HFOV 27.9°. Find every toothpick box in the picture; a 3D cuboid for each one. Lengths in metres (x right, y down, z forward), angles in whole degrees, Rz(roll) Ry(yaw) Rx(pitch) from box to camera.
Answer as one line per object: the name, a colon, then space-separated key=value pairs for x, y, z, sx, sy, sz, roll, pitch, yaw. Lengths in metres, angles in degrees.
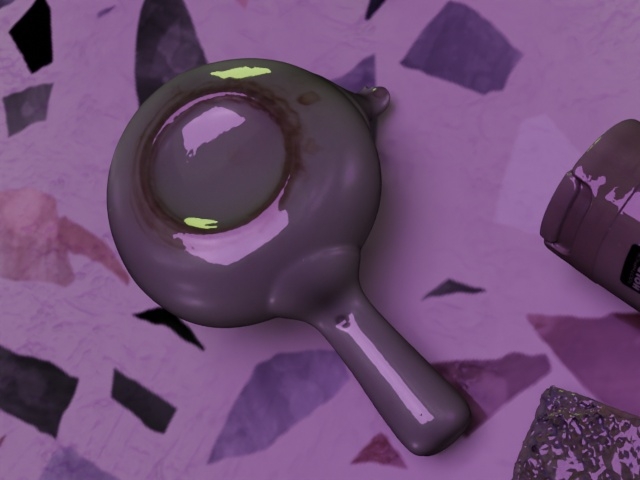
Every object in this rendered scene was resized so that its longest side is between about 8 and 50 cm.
toothpick box: x=0.250 y=0.008 z=0.858 sx=0.180 sy=0.111 sz=0.111 roll=38 pitch=90 yaw=26

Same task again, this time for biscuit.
biscuit: x=0.238 y=0.199 z=0.838 sx=0.250 sy=0.046 sz=0.147 roll=20 pitch=83 yaw=26

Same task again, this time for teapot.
teapot: x=-0.034 y=0.017 z=0.950 sx=0.220 sy=0.149 sz=0.318 roll=-16 pitch=67 yaw=10
